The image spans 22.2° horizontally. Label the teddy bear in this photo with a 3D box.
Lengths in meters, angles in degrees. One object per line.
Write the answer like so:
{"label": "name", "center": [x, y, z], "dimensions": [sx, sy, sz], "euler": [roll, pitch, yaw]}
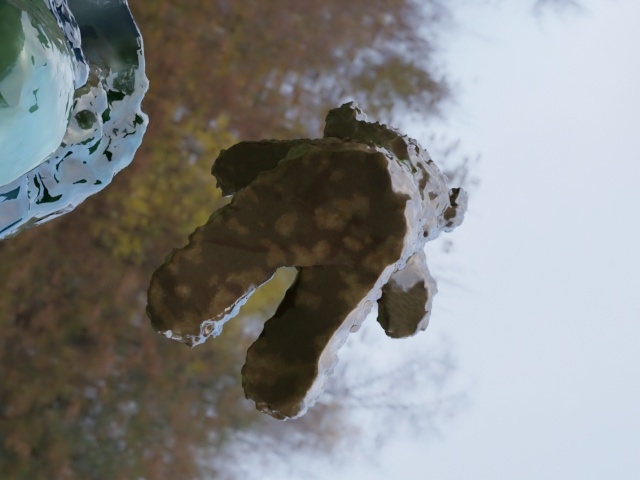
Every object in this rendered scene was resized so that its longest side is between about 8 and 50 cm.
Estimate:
{"label": "teddy bear", "center": [-0.006, 0.008, 1.458], "dimensions": [0.296, 0.246, 0.222], "euler": [-51, 171, -8]}

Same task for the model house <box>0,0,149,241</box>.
{"label": "model house", "center": [-0.160, -0.141, 0.536], "dimensions": [0.284, 0.243, 0.298], "euler": [-24, -92, 62]}
